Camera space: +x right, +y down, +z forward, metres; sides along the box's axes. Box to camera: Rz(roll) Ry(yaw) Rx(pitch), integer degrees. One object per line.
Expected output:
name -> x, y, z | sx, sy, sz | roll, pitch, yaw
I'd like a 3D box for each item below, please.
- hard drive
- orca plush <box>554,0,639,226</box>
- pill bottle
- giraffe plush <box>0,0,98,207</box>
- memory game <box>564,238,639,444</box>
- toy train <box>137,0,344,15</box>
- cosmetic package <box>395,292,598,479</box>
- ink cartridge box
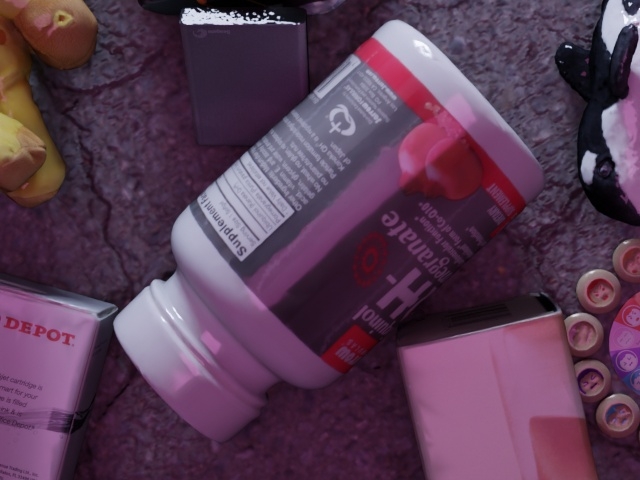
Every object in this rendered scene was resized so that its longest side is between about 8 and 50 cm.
hard drive -> -0.056, -0.126, 1.083 | 0.094, 0.135, 0.022 | 1, 52, 2
orca plush -> 0.221, -0.158, 1.081 | 0.102, 0.151, 0.287 | 3, 97, 33
pill bottle -> 0.000, 0.000, 1.059 | 0.318, 0.176, 0.176 | -43, 91, 4
giraffe plush -> -0.246, -0.151, 1.069 | 0.210, 0.181, 0.170 | 42, 82, -18
memory game -> 0.287, 0.084, 1.135 | 0.186, 0.012, 0.186 | 0, 94, 2
toy train -> -0.076, -0.327, 1.068 | 0.190, 0.142, 0.334 | -12, 93, 12
cosmetic package -> 0.151, 0.201, 1.079 | 0.129, 0.153, 0.296 | -12, 94, 4
ink cartridge box -> -0.264, 0.133, 1.120 | 0.153, 0.087, 0.208 | 17, 95, 1
